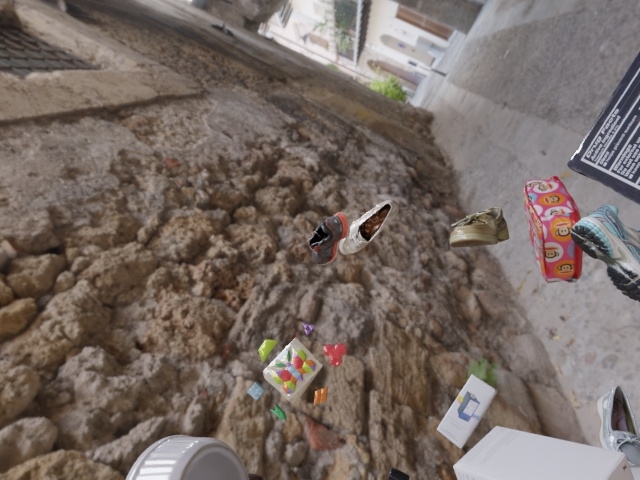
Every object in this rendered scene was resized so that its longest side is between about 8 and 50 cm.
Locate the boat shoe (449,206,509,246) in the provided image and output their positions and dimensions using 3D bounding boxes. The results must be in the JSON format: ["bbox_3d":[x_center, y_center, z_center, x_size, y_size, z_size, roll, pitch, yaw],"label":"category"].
[{"bbox_3d":[0.380,-0.034,1.090,0.285,0.104,0.090,-7,-88,-57],"label":"boat shoe"}]

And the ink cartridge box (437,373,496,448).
[{"bbox_3d":[0.478,0.556,1.474,0.212,0.093,0.154,-52,-29,-7],"label":"ink cartridge box"}]

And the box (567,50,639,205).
[{"bbox_3d":[0.418,-0.122,0.361,0.294,0.182,0.297,-88,21,-65],"label":"box"}]

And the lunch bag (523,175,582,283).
[{"bbox_3d":[0.671,-0.019,1.322,0.293,0.120,0.258,-74,-30,-51],"label":"lunch bag"}]

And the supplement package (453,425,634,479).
[{"bbox_3d":[0.459,0.525,0.923,0.175,0.178,0.292,-21,1,-33],"label":"supplement package"}]

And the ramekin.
[{"bbox_3d":[-0.252,0.528,0.906,0.127,0.273,0.273,-21,22,25],"label":"ramekin"}]

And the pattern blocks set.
[{"bbox_3d":[-0.089,0.440,1.540,0.325,0.285,0.026,-61,-13,-2],"label":"pattern blocks set"}]

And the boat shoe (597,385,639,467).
[{"bbox_3d":[1.080,0.672,1.628,0.320,0.118,0.103,-57,-21,-51],"label":"boat shoe"}]

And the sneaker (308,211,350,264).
[{"bbox_3d":[0.000,0.000,0.857,0.064,0.061,0.158,-16,-26,-27],"label":"sneaker"}]

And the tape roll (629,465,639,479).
[{"bbox_3d":[0.778,0.751,1.085,0.392,0.071,0.393,-10,-90,-67],"label":"tape roll"}]

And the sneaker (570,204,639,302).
[{"bbox_3d":[0.743,0.034,1.078,0.122,0.283,0.110,-42,1,-7],"label":"sneaker"}]

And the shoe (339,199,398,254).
[{"bbox_3d":[0.133,-0.037,1.309,0.219,0.076,0.058,-44,-3,16],"label":"shoe"}]

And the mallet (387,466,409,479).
[{"bbox_3d":[0.195,0.761,1.324,0.190,0.062,0.039,-54,-19,-27],"label":"mallet"}]

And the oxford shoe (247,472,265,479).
[{"bbox_3d":[-0.262,0.573,1.123,0.098,0.270,0.097,-84,1,-55],"label":"oxford shoe"}]
